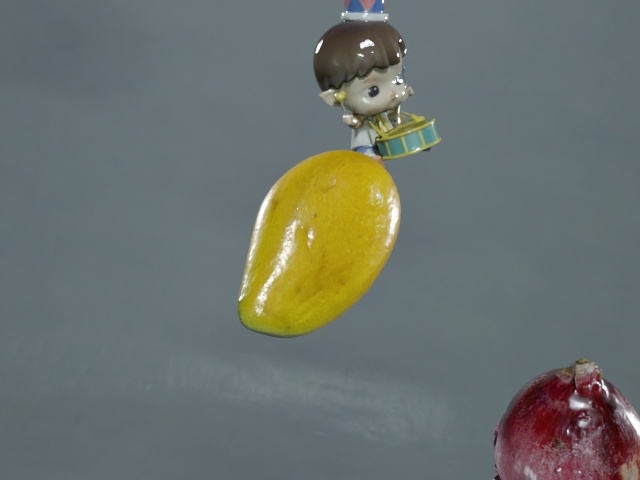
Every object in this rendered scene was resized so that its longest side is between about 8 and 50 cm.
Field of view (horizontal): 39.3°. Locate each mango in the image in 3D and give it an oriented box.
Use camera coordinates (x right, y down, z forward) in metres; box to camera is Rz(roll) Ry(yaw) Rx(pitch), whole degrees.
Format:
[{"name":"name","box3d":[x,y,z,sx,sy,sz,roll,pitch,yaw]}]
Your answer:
[{"name":"mango","box3d":[0.000,0.000,1.110,0.119,0.176,0.317,-21,29,51]}]

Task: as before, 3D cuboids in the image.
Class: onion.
[{"name":"onion","box3d":[0.263,0.196,0.927,0.159,0.195,0.159,-1,29,0]}]

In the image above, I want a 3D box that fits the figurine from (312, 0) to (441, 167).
[{"name":"figurine","box3d":[0.079,-0.241,1.354,0.161,0.275,0.158,-34,16,-36]}]
